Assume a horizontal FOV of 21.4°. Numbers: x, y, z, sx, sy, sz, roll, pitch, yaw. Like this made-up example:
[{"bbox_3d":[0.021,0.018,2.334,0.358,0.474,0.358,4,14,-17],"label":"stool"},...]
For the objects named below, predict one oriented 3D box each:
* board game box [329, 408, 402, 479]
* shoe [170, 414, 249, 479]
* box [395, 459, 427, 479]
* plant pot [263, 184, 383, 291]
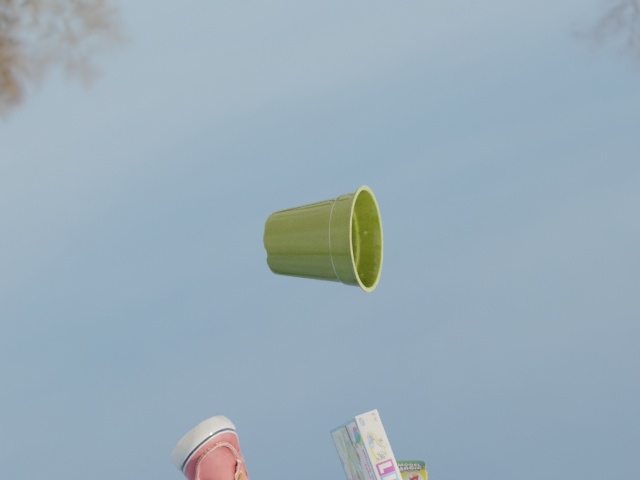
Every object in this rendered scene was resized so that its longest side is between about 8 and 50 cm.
[{"bbox_3d":[0.059,0.258,1.759,0.026,0.154,0.103,-17,172,-18],"label":"board game box"},{"bbox_3d":[-0.082,0.220,1.514,0.063,0.178,0.081,-34,-112,-14],"label":"shoe"},{"bbox_3d":[0.084,0.352,2.134,0.105,0.043,0.179,0,-136,3],"label":"box"},{"bbox_3d":[0.000,0.000,1.329,0.079,0.083,0.083,-2,-150,20],"label":"plant pot"}]
